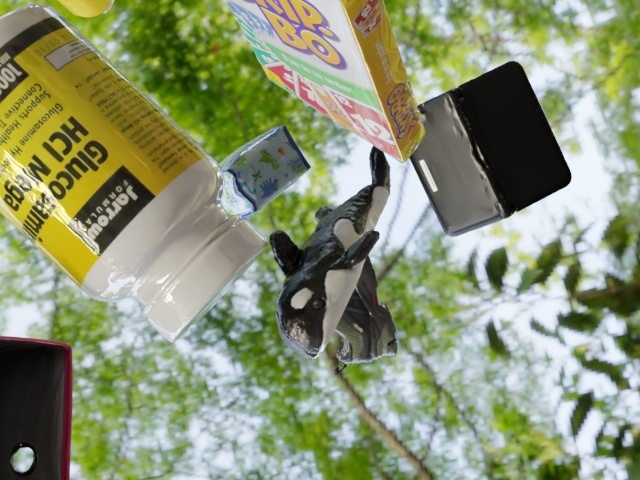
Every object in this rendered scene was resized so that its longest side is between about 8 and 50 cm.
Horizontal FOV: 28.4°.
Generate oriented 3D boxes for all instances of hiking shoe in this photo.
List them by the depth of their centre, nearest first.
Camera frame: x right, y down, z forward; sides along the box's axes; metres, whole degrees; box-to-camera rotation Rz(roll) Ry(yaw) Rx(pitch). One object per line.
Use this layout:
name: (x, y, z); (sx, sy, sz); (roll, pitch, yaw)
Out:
hiking shoe: (0.022, 0.067, 1.711); (0.086, 0.114, 0.227); (139, 110, -89)

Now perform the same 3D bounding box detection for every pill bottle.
pill bottle: (-0.219, -0.062, 1.263); (0.334, 0.188, 0.188); (43, -137, 2)

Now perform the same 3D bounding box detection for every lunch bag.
lunch bag: (-0.110, -0.091, 1.854); (0.129, 0.151, 0.096); (-40, -73, -32)

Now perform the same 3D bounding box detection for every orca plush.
orca plush: (0.000, 0.000, 1.377); (0.102, 0.151, 0.287); (29, -121, -4)

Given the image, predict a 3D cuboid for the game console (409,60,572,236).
game console: (0.143, -0.080, 1.120); (0.071, 0.107, 0.122); (-29, -85, -47)

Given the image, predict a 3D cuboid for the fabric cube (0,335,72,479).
fabric cube: (-0.432, 0.221, 1.268); (0.259, 0.258, 0.254); (19, -111, -62)

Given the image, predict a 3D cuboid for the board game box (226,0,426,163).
board game box: (-0.008, -0.136, 0.772); (0.039, 0.124, 0.259); (-52, -21, -11)

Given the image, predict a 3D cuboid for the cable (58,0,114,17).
cable: (-0.133, -0.171, 0.616); (0.072, 0.139, 0.287); (34, -163, 3)
